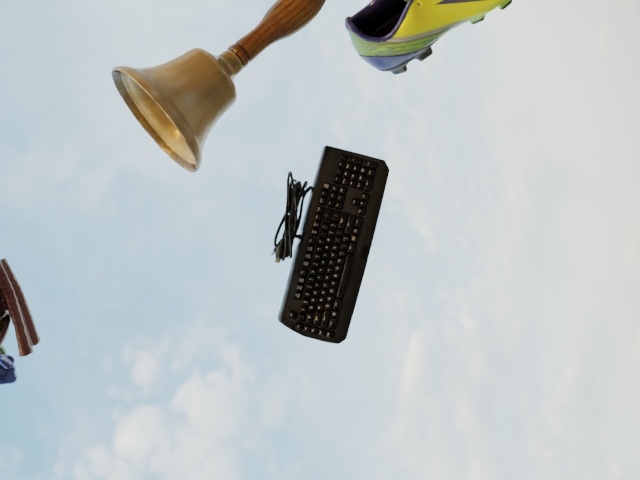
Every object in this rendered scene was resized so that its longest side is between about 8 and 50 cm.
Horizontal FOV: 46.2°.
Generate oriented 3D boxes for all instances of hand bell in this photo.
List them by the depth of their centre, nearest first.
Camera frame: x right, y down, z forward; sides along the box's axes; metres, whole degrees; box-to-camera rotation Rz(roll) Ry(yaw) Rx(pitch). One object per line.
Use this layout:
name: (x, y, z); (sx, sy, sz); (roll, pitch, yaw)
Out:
hand bell: (-0.077, -0.192, 0.767); (0.242, 0.126, 0.126); (-42, -67, -16)

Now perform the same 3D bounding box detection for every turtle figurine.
turtle figurine: (-0.476, 0.046, 0.879); (0.198, 0.275, 0.266); (-30, -38, -39)

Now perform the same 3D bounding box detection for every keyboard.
keyboard: (0.000, 0.000, 0.743); (0.038, 0.100, 0.192); (59, -135, -82)

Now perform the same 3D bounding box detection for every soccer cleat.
soccer cleat: (0.159, -0.327, 0.953); (0.121, 0.289, 0.093); (33, -150, -45)
